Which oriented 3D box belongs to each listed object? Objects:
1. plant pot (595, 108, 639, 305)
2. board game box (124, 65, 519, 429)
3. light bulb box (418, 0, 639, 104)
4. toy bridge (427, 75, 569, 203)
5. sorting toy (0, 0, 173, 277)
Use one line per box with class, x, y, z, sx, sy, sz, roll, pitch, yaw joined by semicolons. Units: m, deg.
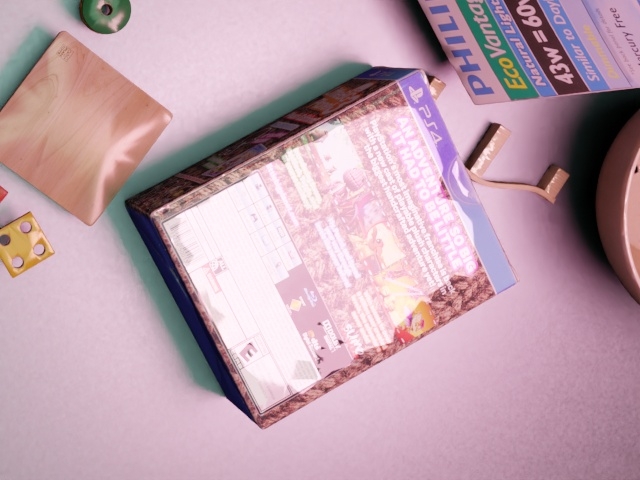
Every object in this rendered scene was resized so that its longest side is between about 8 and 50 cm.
plant pot;0.391;-0.040;1.648;0.284;0.191;0.284;-2;97;-17
board game box;0.000;0.000;1.560;0.291;0.141;0.232;-28;104;-12
light bulb box;0.235;-0.333;1.432;0.225;0.361;0.358;-45;114;-29
toy bridge;0.169;-0.090;1.660;0.188;0.026;0.063;34;89;-18
sorting toy;-0.237;-0.098;1.526;0.132;0.046;0.274;37;85;-18
